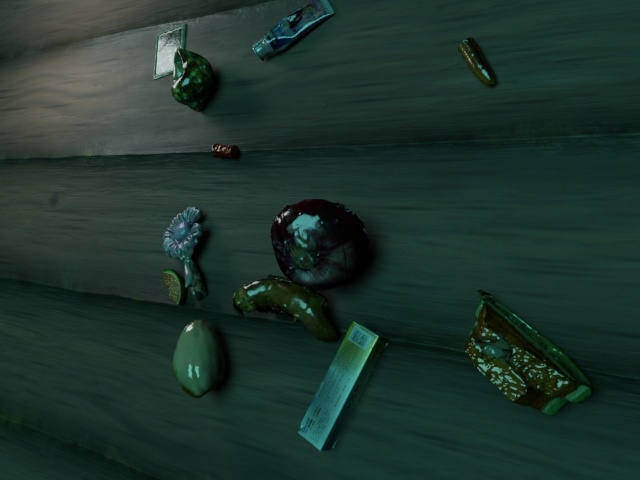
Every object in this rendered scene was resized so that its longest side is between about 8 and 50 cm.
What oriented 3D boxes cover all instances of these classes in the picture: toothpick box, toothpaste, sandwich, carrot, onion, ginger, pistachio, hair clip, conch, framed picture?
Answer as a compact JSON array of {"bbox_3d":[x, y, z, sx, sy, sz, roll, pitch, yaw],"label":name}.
[{"bbox_3d":[-0.292,-0.275,1.783,0.083,0.047,0.047,10,83,33],"label":"toothpick box"},{"bbox_3d":[0.053,0.353,1.399,0.089,0.071,0.312,29,93,31],"label":"toothpaste"},{"bbox_3d":[0.390,0.239,1.153,0.292,0.212,0.109,37,113,19],"label":"sandwich"},{"bbox_3d":[-0.448,0.139,1.785,0.067,0.029,0.135,-44,60,21],"label":"sandwich"},{"bbox_3d":[0.385,-0.430,1.408,0.048,0.048,0.139,-32,65,21],"label":"carrot"},{"bbox_3d":[0.000,0.000,1.450,0.252,0.219,0.252,9,123,14],"label":"onion"},{"bbox_3d":[-0.087,0.164,1.514,0.309,0.107,0.133,11,70,29],"label":"ginger"},{"bbox_3d":[-0.339,0.331,1.604,0.144,0.144,0.215,-29,54,22],"label":"pistachio"},{"bbox_3d":[-0.409,0.037,1.763,0.173,0.069,0.300,-29,64,23],"label":"hair clip"},{"bbox_3d":[-0.424,-0.523,1.889,0.187,0.124,0.181,25,102,57],"label":"conch"},{"bbox_3d":[-0.086,-0.646,1.754,0.266,0.061,0.096,-30,63,15],"label":"toothpaste"},{"bbox_3d":[-0.541,-0.676,2.060,0.142,0.011,0.183,-7,74,30],"label":"framed picture"}]
